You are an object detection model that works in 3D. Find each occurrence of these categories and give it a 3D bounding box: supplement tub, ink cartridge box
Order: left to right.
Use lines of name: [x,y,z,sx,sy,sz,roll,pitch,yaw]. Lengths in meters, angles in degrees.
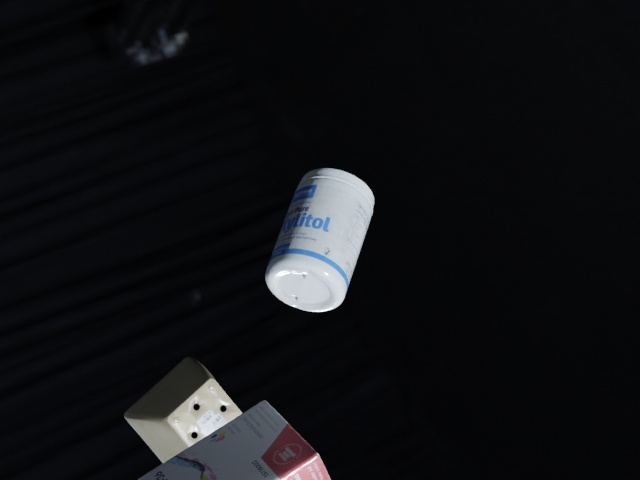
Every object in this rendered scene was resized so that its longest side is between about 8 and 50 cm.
ink cartridge box: [-0.096,0.230,1.382,0.115,0.198,0.067,36,-26,58]
supplement tub: [0.000,0.000,1.398,0.071,0.107,0.071,12,-35,9]

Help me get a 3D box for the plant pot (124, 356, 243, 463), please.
plant pot: [-0.145,0.208,1.924,0.109,0.109,0.096,52,-19,-10]
